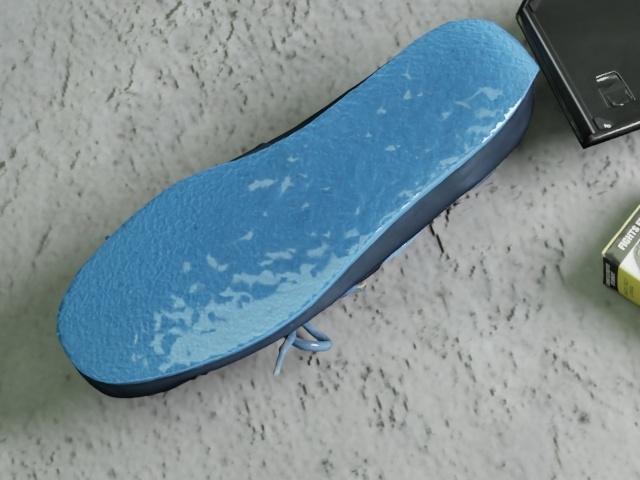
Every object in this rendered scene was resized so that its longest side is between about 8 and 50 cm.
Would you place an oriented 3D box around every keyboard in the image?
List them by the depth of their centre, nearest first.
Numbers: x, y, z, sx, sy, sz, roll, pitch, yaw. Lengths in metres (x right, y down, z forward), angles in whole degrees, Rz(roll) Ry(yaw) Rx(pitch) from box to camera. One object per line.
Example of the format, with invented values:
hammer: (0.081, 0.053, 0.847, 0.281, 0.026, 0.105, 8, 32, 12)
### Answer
keyboard: (0.303, -0.125, 1.191, 0.317, 0.033, 0.201, -20, 62, -8)

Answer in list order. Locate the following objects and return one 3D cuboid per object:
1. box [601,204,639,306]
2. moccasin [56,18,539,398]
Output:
box: (0.288, 0.051, 1.152, 0.232, 0.058, 0.087, 37, 81, 19)
moccasin: (0.000, 0.000, 1.193, 0.342, 0.117, 0.137, -30, 70, -4)
